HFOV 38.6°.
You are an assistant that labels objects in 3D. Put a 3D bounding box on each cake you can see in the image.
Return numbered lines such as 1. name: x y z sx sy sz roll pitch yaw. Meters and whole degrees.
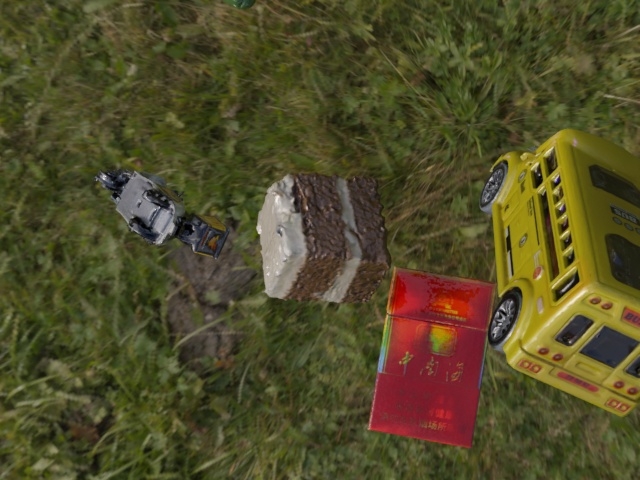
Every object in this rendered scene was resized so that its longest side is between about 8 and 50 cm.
1. cake: 0.000 0.000 1.149 0.147 0.134 0.135 -2 60 -15

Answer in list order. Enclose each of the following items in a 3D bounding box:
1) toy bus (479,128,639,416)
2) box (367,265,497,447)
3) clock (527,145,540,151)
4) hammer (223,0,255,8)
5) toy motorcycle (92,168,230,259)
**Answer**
1. toy bus: 0.259 0.004 0.911 0.145 0.331 0.151 23 127 -10
2. box: 0.212 0.218 1.737 0.197 0.089 0.313 9 85 6
3. clock: 0.362 -0.139 1.441 0.074 0.083 0.010 16 104 28
4. hammer: -0.248 -0.498 1.549 0.335 0.206 0.119 35 137 5
5. toy motorcycle: -0.289 -0.059 1.605 0.263 0.157 0.091 36 103 45
